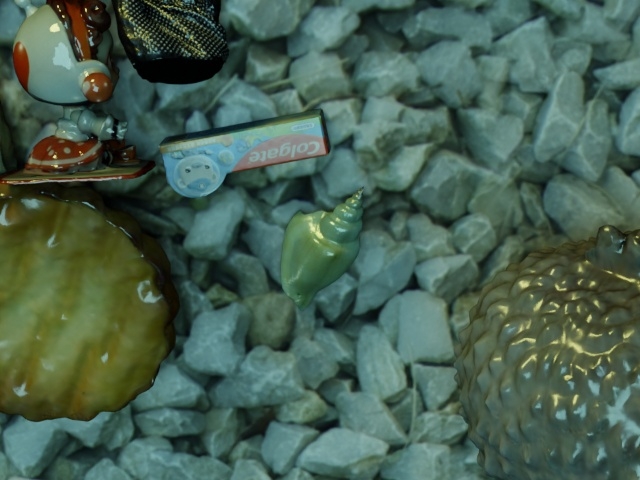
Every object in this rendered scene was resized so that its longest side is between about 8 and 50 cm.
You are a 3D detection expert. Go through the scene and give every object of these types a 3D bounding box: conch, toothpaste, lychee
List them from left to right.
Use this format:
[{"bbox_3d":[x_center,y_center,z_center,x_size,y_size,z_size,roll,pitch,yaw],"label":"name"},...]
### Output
[{"bbox_3d":[-0.085,-0.100,1.627,0.193,0.044,0.070,-10,105,7],"label":"toothpaste"},{"bbox_3d":[0.001,0.004,1.636,0.088,0.065,0.180,30,114,-5],"label":"conch"},{"bbox_3d":[0.338,0.168,1.511,0.380,0.380,0.432,-5,123,5],"label":"lychee"}]

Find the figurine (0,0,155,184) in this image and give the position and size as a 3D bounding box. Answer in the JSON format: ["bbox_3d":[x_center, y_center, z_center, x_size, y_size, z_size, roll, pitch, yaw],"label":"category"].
[{"bbox_3d":[-0.278,-0.184,1.552,0.160,0.183,0.226,-3,98,1],"label":"figurine"}]

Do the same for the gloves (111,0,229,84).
[{"bbox_3d":[-0.176,-0.274,1.573,0.129,0.106,0.180,-10,74,-2],"label":"gloves"}]

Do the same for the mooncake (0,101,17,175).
[{"bbox_3d":[-0.424,-0.132,1.628,0.125,0.073,0.129,-7,105,3],"label":"mooncake"}]

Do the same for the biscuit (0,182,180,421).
[{"bbox_3d":[-0.324,0.065,1.641,0.326,0.107,0.325,3,119,5],"label":"biscuit"}]
